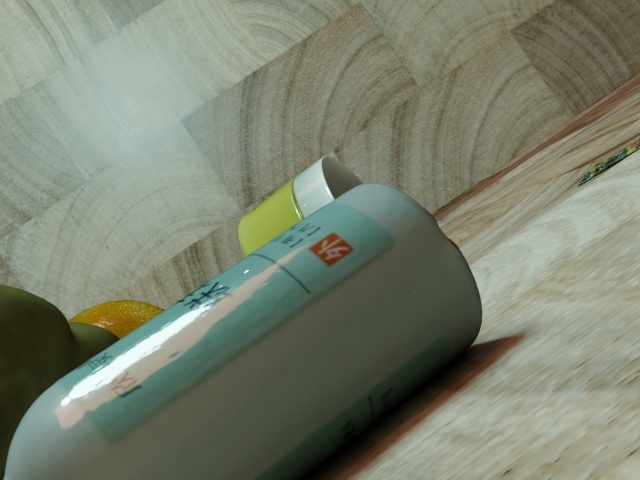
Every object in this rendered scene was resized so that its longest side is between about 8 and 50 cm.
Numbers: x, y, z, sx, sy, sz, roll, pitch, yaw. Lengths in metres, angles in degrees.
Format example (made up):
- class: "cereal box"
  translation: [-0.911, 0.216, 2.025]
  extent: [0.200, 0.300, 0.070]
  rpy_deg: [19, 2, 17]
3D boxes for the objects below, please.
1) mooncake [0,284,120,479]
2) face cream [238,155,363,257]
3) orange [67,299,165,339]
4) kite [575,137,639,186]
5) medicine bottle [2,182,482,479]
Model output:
- class: "mooncake"
  translation: [-0.339, 0.138, 0.761]
  extent: [0.378, 0.200, 0.378]
  rpy_deg: [2, -16, 0]
- class: "face cream"
  translation: [0.000, 0.000, 1.577]
  extent: [0.179, 0.218, 0.218]
  rpy_deg: [-35, -1, 18]
- class: "orange"
  translation: [-0.219, 0.163, 1.042]
  extent: [0.206, 0.206, 0.206]
  rpy_deg: [-34, -1, -1]
- class: "kite"
  translation: [0.292, -0.080, 0.979]
  extent: [0.090, 0.004, 0.122]
  rpy_deg: [-35, -1, -8]
- class: "medicine bottle"
  translation: [-0.080, 0.102, 0.469]
  extent: [0.352, 0.110, 0.110]
  rpy_deg: [-34, -1, -22]
